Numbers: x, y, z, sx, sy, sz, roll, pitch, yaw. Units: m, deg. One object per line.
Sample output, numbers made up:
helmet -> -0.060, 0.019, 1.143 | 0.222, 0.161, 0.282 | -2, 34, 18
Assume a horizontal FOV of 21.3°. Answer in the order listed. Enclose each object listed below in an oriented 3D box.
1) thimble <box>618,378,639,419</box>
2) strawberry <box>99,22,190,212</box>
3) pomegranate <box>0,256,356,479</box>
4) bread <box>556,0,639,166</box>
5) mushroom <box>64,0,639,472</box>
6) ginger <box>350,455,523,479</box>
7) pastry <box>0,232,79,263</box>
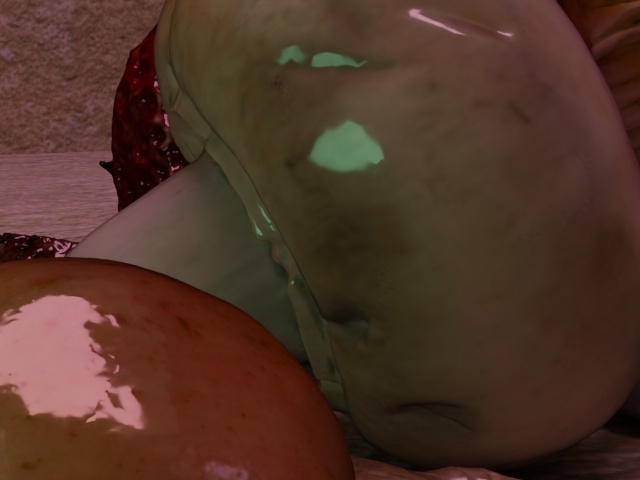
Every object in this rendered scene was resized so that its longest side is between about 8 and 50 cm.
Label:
thimble -> 0.267, 0.027, 1.119 | 0.217, 0.157, 0.245 | 4, 10, 0
strawberry -> -0.012, -0.053, 1.333 | 0.310, 0.291, 0.292 | 20, 18, 36
pomegranate -> -0.081, 0.100, 0.531 | 0.191, 0.191, 0.191 | 0, 7, 0
bread -> 0.236, -0.136, 1.108 | 0.156, 0.204, 0.288 | -14, 2, 19
mushroom -> 0.024, -0.020, 0.972 | 0.353, 0.353, 0.325 | 3, 23, 17
ginger -> -0.007, 0.126, 0.741 | 0.213, 0.074, 0.137 | 8, 9, 10
pastry -> -0.205, 0.041, 1.264 | 0.208, 0.097, 0.115 | 4, 4, 37
